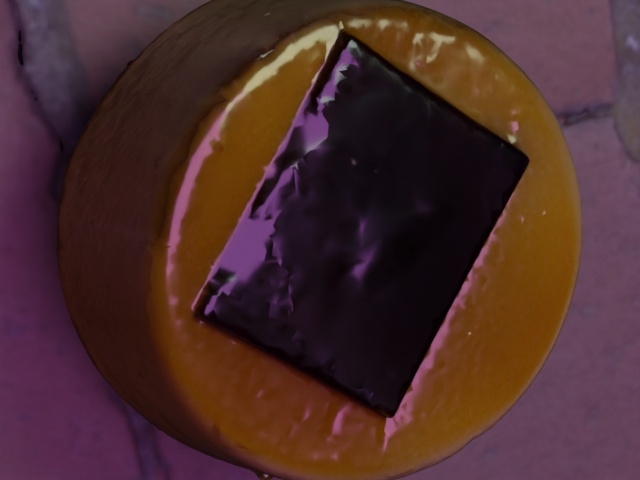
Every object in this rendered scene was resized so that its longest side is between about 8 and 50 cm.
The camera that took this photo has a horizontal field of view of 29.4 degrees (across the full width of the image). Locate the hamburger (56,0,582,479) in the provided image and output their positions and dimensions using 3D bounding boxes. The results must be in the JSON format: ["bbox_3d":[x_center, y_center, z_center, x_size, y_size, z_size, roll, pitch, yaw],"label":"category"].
[{"bbox_3d":[0.000,0.000,0.693,0.300,0.176,0.300,-5,101,-24],"label":"hamburger"}]
